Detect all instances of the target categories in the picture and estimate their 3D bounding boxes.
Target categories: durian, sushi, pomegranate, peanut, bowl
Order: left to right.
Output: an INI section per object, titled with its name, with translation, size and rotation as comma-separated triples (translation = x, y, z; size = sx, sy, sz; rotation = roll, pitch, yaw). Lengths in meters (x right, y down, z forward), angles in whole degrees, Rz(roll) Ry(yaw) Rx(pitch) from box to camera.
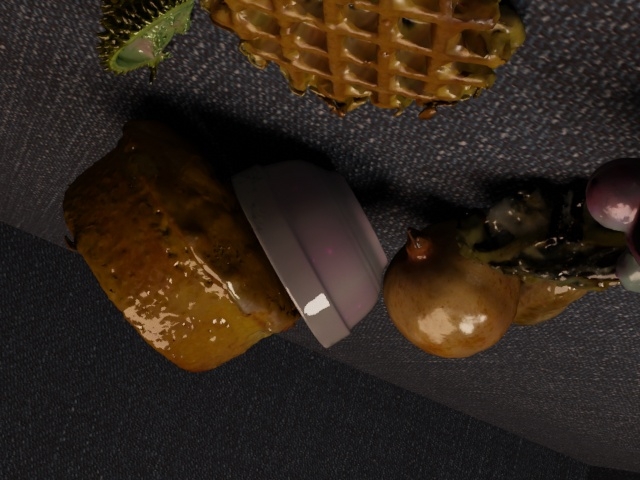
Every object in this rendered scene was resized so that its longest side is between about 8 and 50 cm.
[durian]
translation = -0.203, -0.232, 0.890
size = 0.100, 0.086, 0.215
rotation = 11, 165, -22
[bowl]
translation = 0.000, 0.000, 1.148
size = 0.287, 0.144, 0.287
rotation = 62, 179, 1
[pomegranate]
translation = 0.192, 0.071, 1.165
size = 0.207, 0.207, 0.207
rotation = 17, 163, 6
[peanut]
translation = 0.342, 0.066, 1.197
size = 0.108, 0.095, 0.226
rotation = -11, 161, -13
[sushi]
translation = 0.316, -0.001, 0.986
size = 0.291, 0.131, 0.139
rotation = -3, 176, 36

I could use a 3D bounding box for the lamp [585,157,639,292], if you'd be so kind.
[lamp]
translation = 0.399, 0.028, 0.715
size = 0.247, 0.247, 0.301
rotation = -15, 121, 31

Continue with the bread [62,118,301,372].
[bread]
translation = -0.192, 0.014, 1.179
size = 0.398, 0.215, 0.398
rotation = 55, -179, -1

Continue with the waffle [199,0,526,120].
[waffle]
translation = 0.031, -0.207, 0.726
size = 0.302, 0.068, 0.325
rotation = 31, 160, -34
